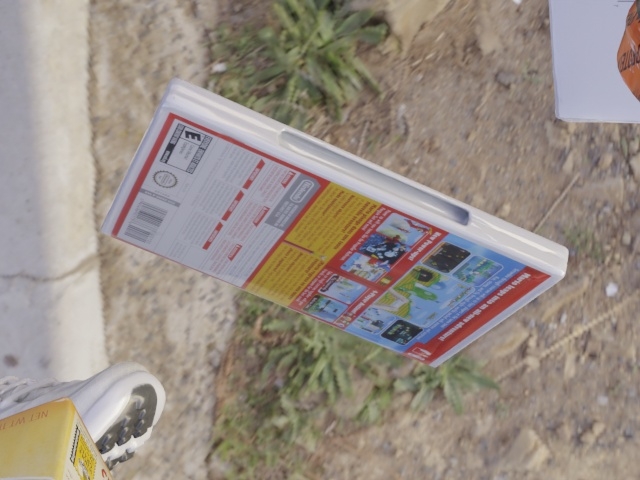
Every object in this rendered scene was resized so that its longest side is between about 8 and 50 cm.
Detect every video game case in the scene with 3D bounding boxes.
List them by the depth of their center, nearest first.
[{"bbox_3d":[0.000,0.000,0.840,0.285,0.025,0.204,23,150,-11],"label":"video game case"}]

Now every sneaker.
[{"bbox_3d":[-0.228,0.138,0.820,0.292,0.110,0.118,-30,80,32],"label":"sneaker"}]

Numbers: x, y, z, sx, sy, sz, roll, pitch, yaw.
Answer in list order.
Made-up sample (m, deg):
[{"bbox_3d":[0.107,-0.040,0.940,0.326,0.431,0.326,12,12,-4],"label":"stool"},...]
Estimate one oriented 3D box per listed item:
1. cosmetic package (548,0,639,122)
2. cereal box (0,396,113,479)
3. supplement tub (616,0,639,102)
[{"bbox_3d":[0.240,-0.221,0.774,0.138,0.225,0.224,5,122,24],"label":"cosmetic package"},{"bbox_3d":[-0.143,0.141,0.290,0.173,0.240,0.047,-20,112,2],"label":"cereal box"},{"bbox_3d":[0.243,-0.188,0.474,0.193,0.193,0.316,21,126,8],"label":"supplement tub"}]
